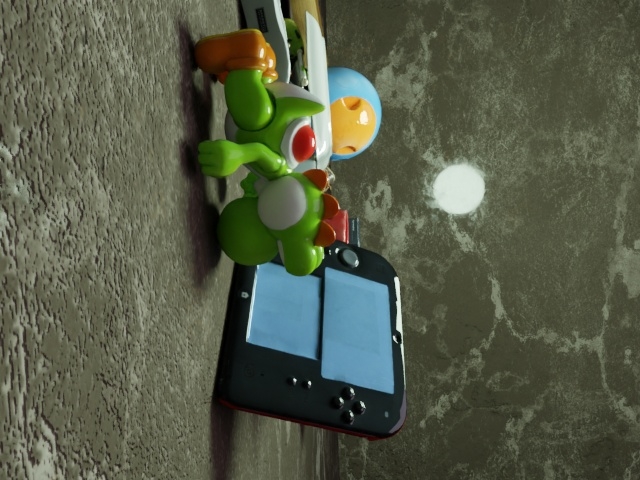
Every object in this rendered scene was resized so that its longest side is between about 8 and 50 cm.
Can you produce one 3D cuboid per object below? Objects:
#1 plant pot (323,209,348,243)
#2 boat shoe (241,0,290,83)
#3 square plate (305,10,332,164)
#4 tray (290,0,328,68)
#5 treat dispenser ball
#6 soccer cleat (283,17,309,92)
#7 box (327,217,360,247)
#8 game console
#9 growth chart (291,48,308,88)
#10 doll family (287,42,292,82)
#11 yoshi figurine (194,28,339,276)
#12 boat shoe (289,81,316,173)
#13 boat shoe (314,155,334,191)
[{"bbox_3d":[0.000,0.000,1.705,0.191,0.174,0.191,-2,90,-85],"label":"plant pot"},{"bbox_3d":[-0.104,-0.415,1.101,0.084,0.095,0.258,-67,157,-68],"label":"boat shoe"},{"bbox_3d":[-0.003,-0.360,1.409,0.344,0.049,0.347,-45,131,-90],"label":"square plate"},{"bbox_3d":[-0.048,-0.730,1.647,0.203,0.076,0.411,-69,150,-76],"label":"tray"},{"bbox_3d":[0.048,-0.398,1.712,0.288,0.288,0.288,-1,90,-85],"label":"treat dispenser ball"},{"bbox_3d":[-0.088,-0.463,1.443,0.289,0.093,0.121,79,-10,-53],"label":"soccer cleat"},{"bbox_3d":[0.042,0.007,1.984,0.153,0.207,0.108,-85,172,-51],"label":"box"},{"bbox_3d":[0.001,0.147,0.987,0.060,0.342,0.386,-45,-149,43],"label":"game console"},{"bbox_3d":[-0.065,-0.350,1.346,0.237,0.021,0.172,107,-18,-51],"label":"growth chart"},{"bbox_3d":[-0.099,-0.362,1.275,0.193,0.076,0.111,86,0,-59],"label":"doll family"},{"bbox_3d":[-0.111,-0.111,0.831,0.203,0.203,0.362,-9,-81,55],"label":"yoshi figurine"},{"bbox_3d":[-0.080,-0.229,1.269,0.306,0.113,0.105,84,-12,-51],"label":"boat shoe"},{"bbox_3d":[-0.011,-0.227,1.927,0.342,0.123,0.123,-84,171,-56],"label":"boat shoe"}]
